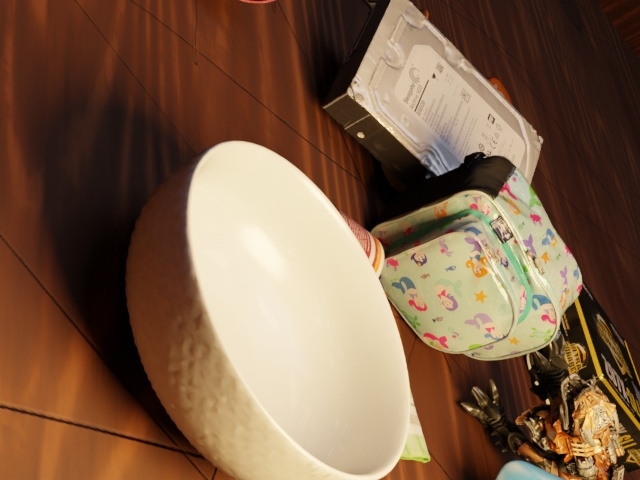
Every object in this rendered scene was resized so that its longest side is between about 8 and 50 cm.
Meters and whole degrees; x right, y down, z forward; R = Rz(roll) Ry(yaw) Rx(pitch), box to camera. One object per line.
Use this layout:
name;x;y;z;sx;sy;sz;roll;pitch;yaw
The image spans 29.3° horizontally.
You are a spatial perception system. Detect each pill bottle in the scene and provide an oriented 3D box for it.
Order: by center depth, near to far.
pill bottle;0.000;0.000;1.408;0.152;0.086;0.086;37;35;-43

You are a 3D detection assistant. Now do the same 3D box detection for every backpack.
backpack;0.209;0.042;1.605;0.253;0.225;0.191;51;45;-18

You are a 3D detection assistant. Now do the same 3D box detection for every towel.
towel;0.088;0.188;1.464;0.113;0.023;0.152;20;49;-55

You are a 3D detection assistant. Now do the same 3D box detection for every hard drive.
hard drive;0.173;-0.168;1.751;0.339;0.064;0.237;41;49;-20

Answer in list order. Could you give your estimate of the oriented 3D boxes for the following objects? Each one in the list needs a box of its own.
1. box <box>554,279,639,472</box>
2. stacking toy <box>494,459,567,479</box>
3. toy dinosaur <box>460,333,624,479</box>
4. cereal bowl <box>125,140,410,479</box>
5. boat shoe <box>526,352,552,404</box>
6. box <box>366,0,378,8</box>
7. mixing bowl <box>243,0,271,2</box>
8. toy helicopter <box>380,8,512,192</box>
box;0.461;0.207;2.041;0.322;0.079;0.257;47;27;-43
stacking toy;0.291;0.372;1.553;0.175;0.166;0.302;23;0;13
toy dinosaur;0.313;0.265;1.612;0.164;0.322;0.218;-19;51;-31
cereal bowl;-0.063;0.087;1.139;0.339;0.141;0.339;43;31;-34
boat shoe;0.365;0.230;1.931;0.046;0.038;0.125;-10;75;-64
box;0.064;-0.466;2.018;0.169;0.059;0.054;46;27;-32
mixing bowl;-0.102;-0.392;1.546;0.181;0.181;0.098;48;-15;-29
toy helicopter;0.157;-0.197;1.856;0.235;0.140;0.355;57;34;-20
